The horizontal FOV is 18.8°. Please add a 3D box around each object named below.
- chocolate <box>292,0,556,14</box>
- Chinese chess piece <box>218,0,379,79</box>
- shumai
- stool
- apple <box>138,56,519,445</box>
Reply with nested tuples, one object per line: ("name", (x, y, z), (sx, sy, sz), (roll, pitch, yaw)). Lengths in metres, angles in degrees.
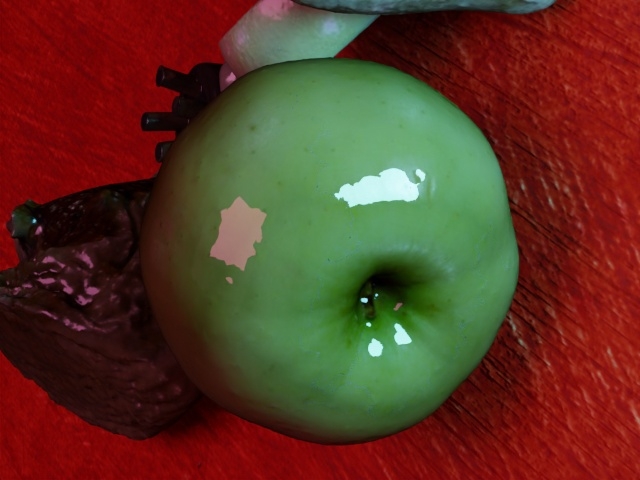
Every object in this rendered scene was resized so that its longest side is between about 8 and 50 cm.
("chocolate", (0.069, -0.277, 1.757), (0.100, 0.303, 0.185), (119, 143, -53))
("Chinese chess piece", (0.004, -0.234, 1.910), (0.092, 0.238, 0.238), (47, 135, -6))
("shumai", (-0.214, 0.042, 2.201), (0.330, 0.292, 0.288), (7, 52, 48))
("stool", (-0.112, -0.148, 2.135), (0.217, 0.121, 0.125), (-37, 52, 51))
("apple", (0.000, 0.000, 1.758), (0.357, 0.357, 0.357), (-16, 70, 53))
